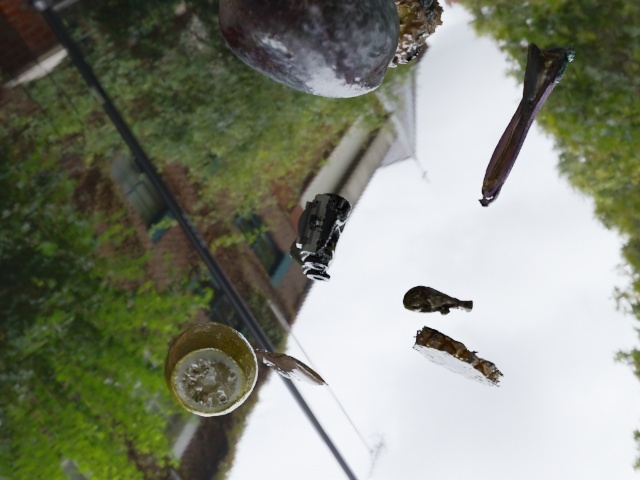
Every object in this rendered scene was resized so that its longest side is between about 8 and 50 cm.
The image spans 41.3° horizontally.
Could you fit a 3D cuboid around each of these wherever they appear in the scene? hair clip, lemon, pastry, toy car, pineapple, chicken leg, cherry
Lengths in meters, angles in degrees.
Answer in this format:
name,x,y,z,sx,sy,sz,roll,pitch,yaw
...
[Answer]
name,x,y,z,sx,sy,sz,roll,pitch,yaw
hair clip,0.405,-0.237,1.744,0.096,0.358,0.110,5,-159,-42
lemon,-0.285,0.325,2.225,0.240,0.240,0.219,-29,-164,5
pastry,0.177,-0.638,2.398,0.337,0.292,0.405,-27,-165,-3
toy car,-0.002,0.000,2.166,0.301,0.118,0.193,99,5,-77
pineapple,0.280,0.245,1.754,0.047,0.221,0.221,-59,-153,-11
chicken leg,0.288,0.153,2.066,0.178,0.070,0.093,9,-153,-15
cherry,-0.021,-0.327,1.227,0.218,0.296,0.255,-59,169,19

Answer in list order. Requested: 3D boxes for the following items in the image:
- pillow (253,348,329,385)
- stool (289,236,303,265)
name,x,y,z,sx,sy,sz,roll,pitch,yaw
pillow,-0.074,0.302,2.030,0.211,0.135,0.034,0,-123,59
stool,-0.026,0.038,2.390,0.096,0.096,0.110,-34,-125,-11
